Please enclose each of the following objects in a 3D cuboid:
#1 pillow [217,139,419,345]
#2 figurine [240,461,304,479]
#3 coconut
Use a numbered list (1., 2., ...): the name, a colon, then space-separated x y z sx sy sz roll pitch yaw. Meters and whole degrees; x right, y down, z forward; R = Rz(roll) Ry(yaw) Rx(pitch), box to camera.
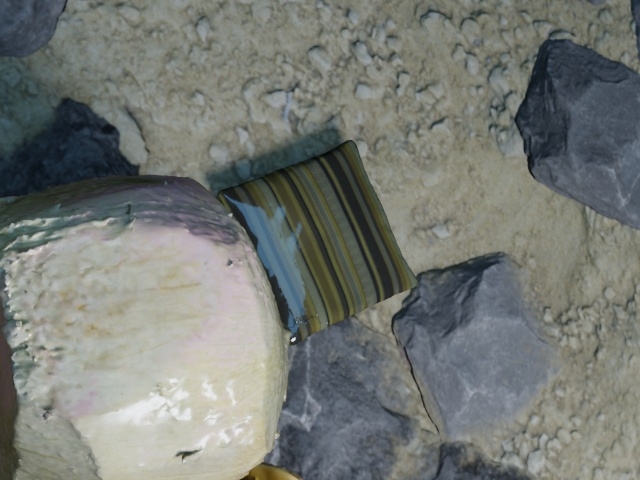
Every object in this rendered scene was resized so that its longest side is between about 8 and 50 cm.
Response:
1. pillow: 0.000 0.000 2.120 0.212 0.052 0.208 -24 88 -29
2. figurine: -0.092 0.390 1.876 0.208 0.181 0.257 49 63 -21
3. coconut: -0.196 0.117 1.792 0.404 0.404 0.405 9 70 -25
